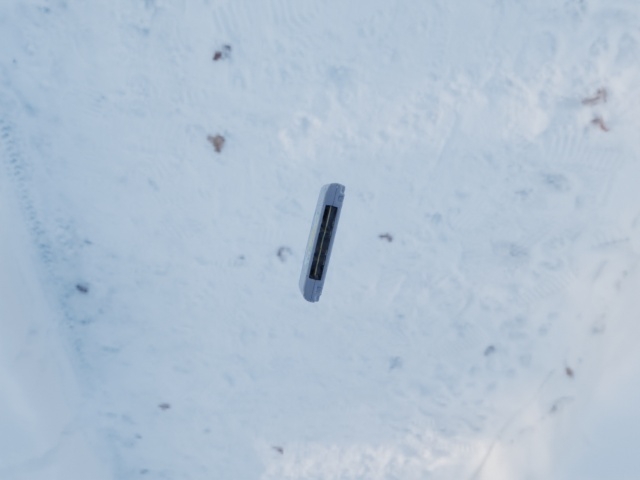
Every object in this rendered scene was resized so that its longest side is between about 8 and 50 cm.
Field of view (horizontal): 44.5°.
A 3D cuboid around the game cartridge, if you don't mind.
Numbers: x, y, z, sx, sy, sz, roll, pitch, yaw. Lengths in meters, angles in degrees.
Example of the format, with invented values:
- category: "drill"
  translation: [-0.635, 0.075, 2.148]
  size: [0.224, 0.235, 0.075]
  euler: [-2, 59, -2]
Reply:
- category: "game cartridge"
  translation: [0.000, 0.000, 0.554]
  size: [0.017, 0.083, 0.056]
  euler: [13, -178, -2]
